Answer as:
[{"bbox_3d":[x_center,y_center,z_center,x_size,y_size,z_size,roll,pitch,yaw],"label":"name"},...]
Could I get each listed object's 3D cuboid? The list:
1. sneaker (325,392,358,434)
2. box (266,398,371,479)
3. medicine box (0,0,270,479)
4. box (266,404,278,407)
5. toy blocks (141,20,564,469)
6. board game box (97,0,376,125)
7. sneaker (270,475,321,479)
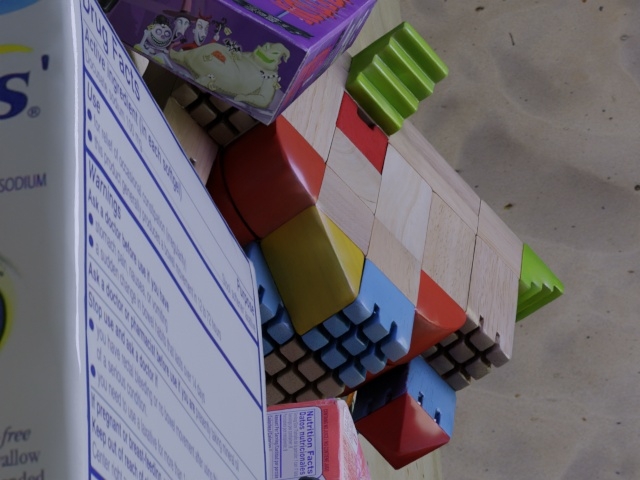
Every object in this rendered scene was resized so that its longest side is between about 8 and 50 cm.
[{"bbox_3d":[-0.018,0.156,1.399,0.100,0.108,0.271,-44,126,-82],"label":"sneaker"},{"bbox_3d":[-0.042,0.248,0.996,0.142,0.154,0.300,71,12,-47],"label":"box"},{"bbox_3d":[-0.116,0.087,0.696,0.263,0.149,0.289,65,18,-61],"label":"medicine box"},{"bbox_3d":[-0.025,0.243,1.302,0.113,0.094,0.275,-72,151,-71],"label":"box"},{"bbox_3d":[0.000,0.000,1.235,0.381,0.191,0.261,46,29,-20],"label":"toy blocks"},{"bbox_3d":[-0.081,-0.154,1.047,0.056,0.208,0.347,-57,-179,14],"label":"board game box"},{"bbox_3d":[-0.067,0.148,0.938,0.077,0.178,0.072,-112,-146,-55],"label":"sneaker"}]
